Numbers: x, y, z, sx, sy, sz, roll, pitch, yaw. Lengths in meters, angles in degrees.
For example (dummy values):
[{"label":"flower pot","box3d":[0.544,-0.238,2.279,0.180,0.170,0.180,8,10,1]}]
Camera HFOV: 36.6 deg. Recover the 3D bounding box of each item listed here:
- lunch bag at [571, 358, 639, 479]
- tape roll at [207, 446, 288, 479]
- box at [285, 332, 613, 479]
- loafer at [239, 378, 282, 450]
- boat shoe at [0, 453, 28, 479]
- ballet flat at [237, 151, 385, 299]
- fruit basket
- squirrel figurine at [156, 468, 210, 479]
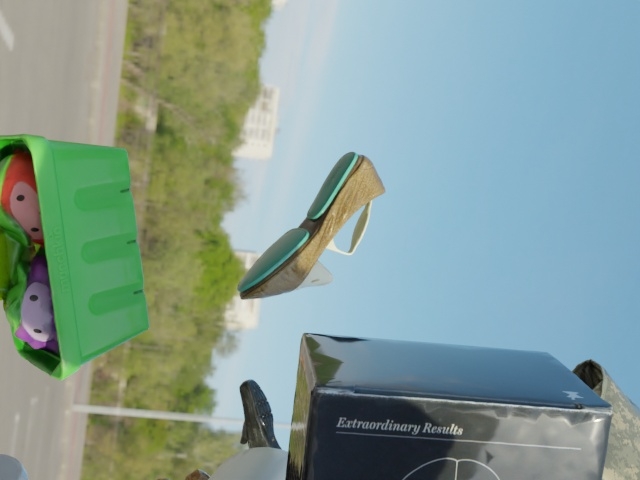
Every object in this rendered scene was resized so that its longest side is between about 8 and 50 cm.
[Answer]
[{"label":"lunch bag","box3d":[0.524,0.389,1.764,0.169,0.235,0.287,-34,-162,42]},{"label":"tape roll","box3d":[-0.101,0.472,1.522,0.169,0.246,0.246,-38,140,-67]},{"label":"box","box3d":[0.107,0.321,1.028,0.212,0.293,0.396,-115,-148,-79]},{"label":"loafer","box3d":[-0.134,0.401,2.007,0.076,0.078,0.223,1,71,-70]},{"label":"boat shoe","box3d":[-0.480,0.367,1.218,0.096,0.267,0.088,50,-11,43]},{"label":"ballet flat","box3d":[0.000,0.000,1.732,0.342,0.124,0.116,-52,-159,-12]},{"label":"fruit basket","box3d":[-0.481,0.022,1.475,0.283,0.392,0.392,8,-88,55]},{"label":"squirrel figurine","box3d":[-0.267,0.617,1.757,0.370,0.281,0.397,34,54,-55]}]
